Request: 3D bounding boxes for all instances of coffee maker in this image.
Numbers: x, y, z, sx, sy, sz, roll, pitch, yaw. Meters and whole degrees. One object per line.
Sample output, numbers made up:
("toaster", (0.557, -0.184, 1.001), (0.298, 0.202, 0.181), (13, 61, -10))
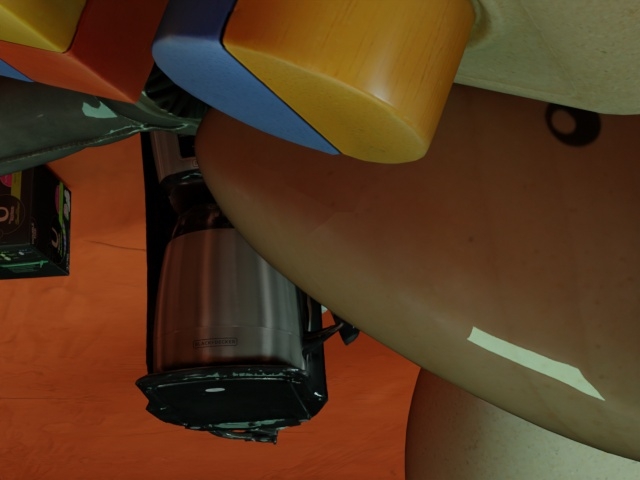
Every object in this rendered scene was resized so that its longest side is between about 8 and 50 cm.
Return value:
("coffee maker", (-0.056, 0.015, 0.870), (0.120, 0.178, 0.171), (5, 160, -16))

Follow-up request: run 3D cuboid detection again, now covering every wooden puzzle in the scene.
("wooden puzzle", (-0.084, -0.108, 0.419), (0.348, 0.080, 0.322), (10, 166, 27))

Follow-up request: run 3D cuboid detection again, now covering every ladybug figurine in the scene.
("ladybug figurine", (0.122, -0.014, 0.718), (0.305, 0.162, 0.449), (32, -174, 24))

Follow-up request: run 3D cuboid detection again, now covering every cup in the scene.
("cup", (0.207, 0.141, 1.206), (0.331, 0.331, 0.237), (-7, 138, 15))

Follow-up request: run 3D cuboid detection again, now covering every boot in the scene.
("boot", (-0.153, -0.078, 0.750), (0.208, 0.076, 0.189), (-1, 163, 19))

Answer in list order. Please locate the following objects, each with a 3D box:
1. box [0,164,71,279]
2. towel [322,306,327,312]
("box", (-0.197, -0.014, 0.953), (0.052, 0.062, 0.083), (-4, 164, 8))
("towel", (0.000, 0.000, 0.947), (0.023, 0.113, 0.152), (9, 161, -17))
